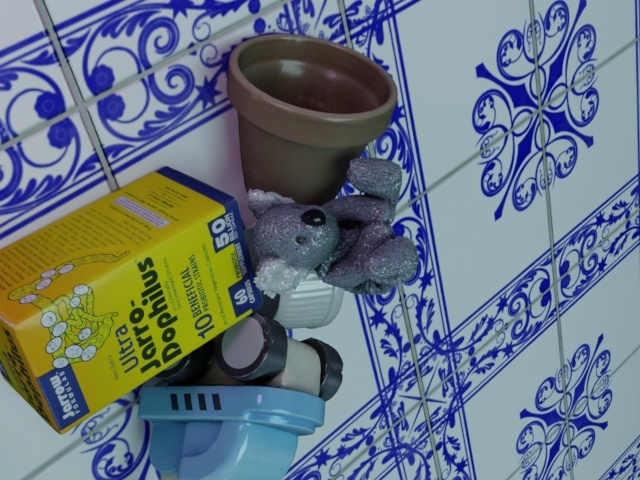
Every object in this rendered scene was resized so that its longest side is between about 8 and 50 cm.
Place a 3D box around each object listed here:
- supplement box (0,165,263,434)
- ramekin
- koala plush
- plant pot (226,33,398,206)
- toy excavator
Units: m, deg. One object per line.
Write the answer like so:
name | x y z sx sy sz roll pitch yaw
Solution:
supplement box | -0.290 0.071 1.284 0.356 0.195 0.194 -32 127 -29
ramekin | -0.059 0.052 1.494 0.109 0.207 0.207 -8 113 -32
koala plush | 0.000 0.000 1.322 0.221 0.203 0.196 -2 67 -19
plant pot | -0.033 -0.167 1.416 0.263 0.263 0.229 -18 138 -37
toy excavator | -0.202 0.361 1.440 0.222 0.433 0.445 34 56 -52
